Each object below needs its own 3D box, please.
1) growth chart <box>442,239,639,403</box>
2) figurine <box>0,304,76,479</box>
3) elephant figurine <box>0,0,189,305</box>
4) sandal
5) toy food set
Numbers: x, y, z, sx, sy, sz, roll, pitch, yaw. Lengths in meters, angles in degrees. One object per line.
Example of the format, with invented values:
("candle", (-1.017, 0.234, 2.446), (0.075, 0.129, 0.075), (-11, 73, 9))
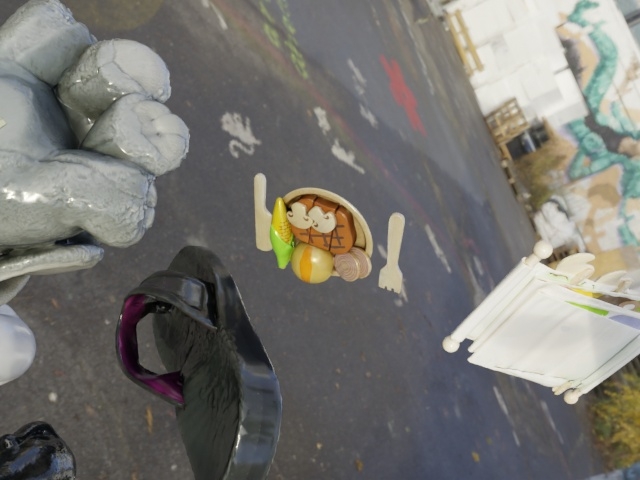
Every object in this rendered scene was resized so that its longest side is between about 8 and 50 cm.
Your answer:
("growth chart", (0.238, 0.087, 0.659), (0.237, 0.172, 0.021), (24, 34, -30))
("figurine", (-0.318, 0.155, 0.603), (0.209, 0.093, 0.214), (92, -24, -81))
("elephant figurine", (-0.195, -0.028, 0.464), (0.186, 0.239, 0.169), (25, 59, -20))
("sandal", (-0.155, 0.105, 0.733), (0.107, 0.167, 0.446), (13, 8, -24))
("toy food set", (0.000, 0.000, 0.779), (0.038, 0.192, 0.132), (-53, 152, -45))
